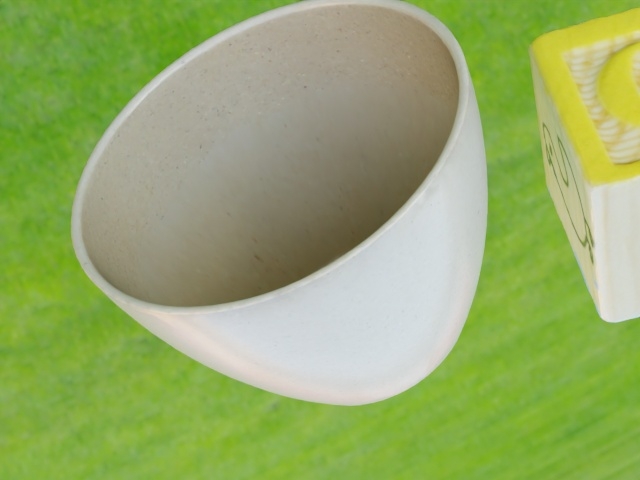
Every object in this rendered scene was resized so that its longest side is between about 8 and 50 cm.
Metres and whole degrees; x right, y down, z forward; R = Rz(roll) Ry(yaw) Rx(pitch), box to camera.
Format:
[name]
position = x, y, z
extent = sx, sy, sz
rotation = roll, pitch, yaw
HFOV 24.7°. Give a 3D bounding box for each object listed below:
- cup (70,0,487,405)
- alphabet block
[cup]
position = 0.000, 0.000, 1.185
extent = 0.331, 0.331, 0.237
rotation = -28, 131, 3
[alphabet block]
position = 0.304, -0.074, 1.275
extent = 0.193, 0.192, 0.197
rotation = -17, 139, 1
